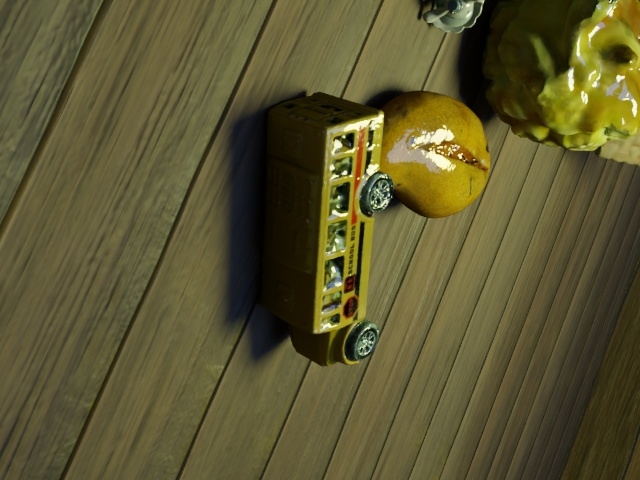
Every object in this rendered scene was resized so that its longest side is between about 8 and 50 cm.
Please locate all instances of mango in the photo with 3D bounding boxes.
[{"bbox_3d":[0.160,-0.122,1.202,0.295,0.120,0.177,8,97,-60],"label":"mango"}]

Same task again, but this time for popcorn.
[{"bbox_3d":[0.400,-0.296,1.372,0.336,0.274,0.279,34,112,-23],"label":"popcorn"}]

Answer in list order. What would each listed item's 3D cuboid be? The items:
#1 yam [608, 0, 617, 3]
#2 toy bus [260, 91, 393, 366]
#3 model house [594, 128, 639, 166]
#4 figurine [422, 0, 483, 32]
[{"bbox_3d":[0.255,-0.440,1.005,0.241,0.348,0.241,-42,150,-31],"label":"yam"},{"bbox_3d":[0.000,0.000,1.008,0.123,0.121,0.335,-20,124,-43],"label":"toy bus"},{"bbox_3d":[0.865,-0.392,1.812,0.445,0.400,0.395,97,15,-48],"label":"model house"},{"bbox_3d":[0.185,-0.336,1.172,0.082,0.095,0.086,63,7,-3],"label":"figurine"}]
